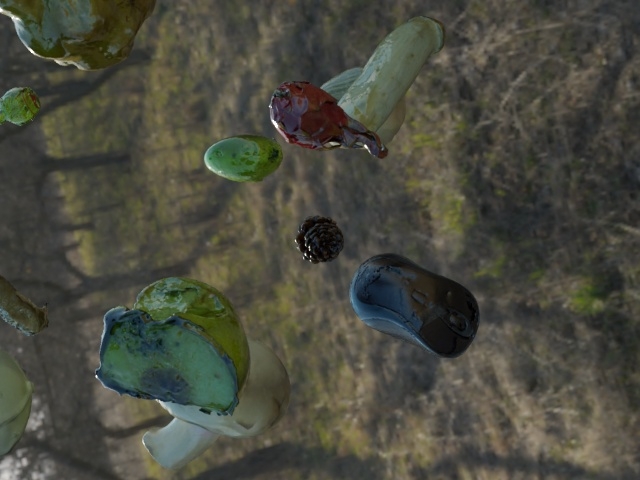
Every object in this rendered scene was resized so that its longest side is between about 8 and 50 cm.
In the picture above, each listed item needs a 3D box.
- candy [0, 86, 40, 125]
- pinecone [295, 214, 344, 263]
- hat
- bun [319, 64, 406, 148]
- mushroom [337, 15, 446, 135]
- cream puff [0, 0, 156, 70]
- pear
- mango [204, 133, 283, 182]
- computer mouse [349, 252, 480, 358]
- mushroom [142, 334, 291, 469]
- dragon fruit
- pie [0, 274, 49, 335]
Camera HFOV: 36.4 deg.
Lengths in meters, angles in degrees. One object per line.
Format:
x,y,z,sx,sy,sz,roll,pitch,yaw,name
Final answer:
-0.700,-0.235,2.011,0.077,0.262,0.073,34,153,48,candy
0.003,-0.003,1.947,0.109,0.102,0.102,171,86,-69,pinecone
-0.658,0.243,1.696,0.301,0.168,0.258,39,-165,-47,hat
0.083,-0.264,2.020,0.128,0.193,0.178,34,-130,-56,bun
0.116,-0.284,1.675,0.100,0.312,0.081,-2,132,46,mushroom
-0.295,-0.402,1.261,0.291,0.257,0.324,8,-119,-71,cream puff
-0.209,0.154,1.609,0.255,0.238,0.164,-50,-33,-67,pear
-0.166,-0.174,2.084,0.119,0.178,0.100,24,-114,-67,mango
0.164,0.107,1.646,0.096,0.233,0.137,120,175,-79,computer mouse
-0.247,0.312,2.132,0.315,0.356,0.315,35,-132,-52,mushroom
0.008,-0.162,1.388,0.094,0.191,0.094,-50,26,34,dragon fruit
-0.481,0.035,1.330,0.274,0.055,0.274,36,167,10,pie
